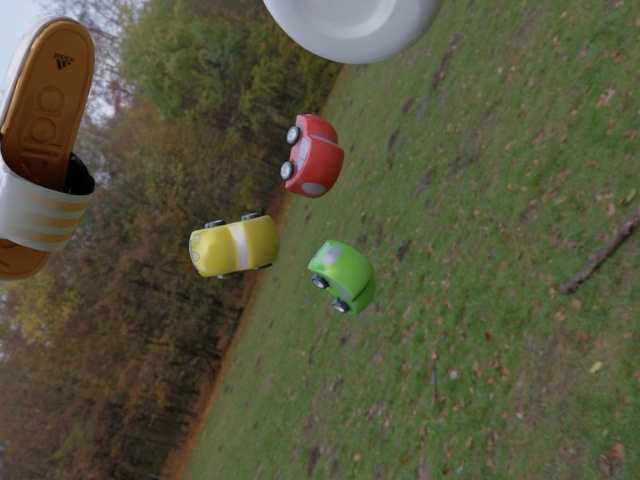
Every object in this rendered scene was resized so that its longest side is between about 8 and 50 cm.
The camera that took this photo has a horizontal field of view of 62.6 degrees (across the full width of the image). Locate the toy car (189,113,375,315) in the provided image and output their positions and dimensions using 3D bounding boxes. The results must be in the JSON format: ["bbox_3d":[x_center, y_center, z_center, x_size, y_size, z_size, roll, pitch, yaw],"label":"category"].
[{"bbox_3d":[0.000,0.000,0.601,0.053,0.225,0.239,-3,43,55],"label":"toy car"}]

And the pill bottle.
[{"bbox_3d":[0.068,-0.342,0.541,0.322,0.182,0.181,-67,6,-34],"label":"pill bottle"}]

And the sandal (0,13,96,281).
[{"bbox_3d":[-0.255,-0.069,0.484,0.102,0.076,0.265,-8,-57,-61],"label":"sandal"}]
